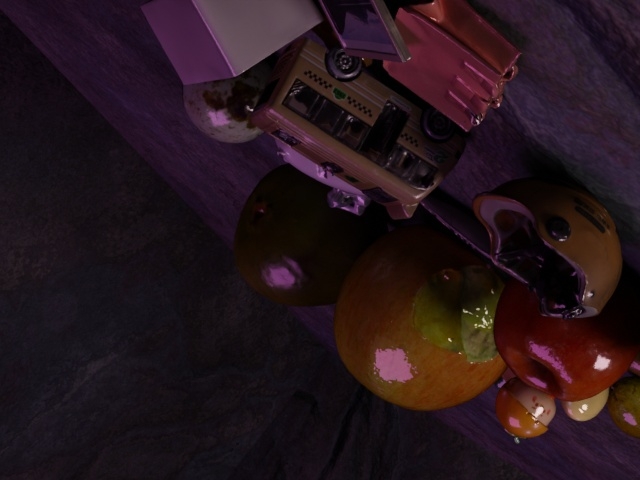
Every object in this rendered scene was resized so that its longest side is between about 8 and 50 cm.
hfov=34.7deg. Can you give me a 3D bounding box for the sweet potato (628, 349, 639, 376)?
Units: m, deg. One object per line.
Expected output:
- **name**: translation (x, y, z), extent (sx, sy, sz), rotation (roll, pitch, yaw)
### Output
- **sweet potato**: translation (0.583, 0.220, 1.579), extent (0.244, 0.077, 0.077), rotation (27, 165, 17)

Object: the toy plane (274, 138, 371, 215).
- **toy plane**: translation (0.025, -0.152, 1.739), extent (0.252, 0.118, 0.252), rotation (28, 143, 24)

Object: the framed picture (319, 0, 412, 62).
- **framed picture**: translation (0.038, -0.292, 1.273), extent (0.150, 0.015, 0.203), rotation (60, 171, -21)

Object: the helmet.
- **helmet**: translation (0.320, -0.004, 1.383), extent (0.224, 0.130, 0.198), rotation (53, 164, 3)

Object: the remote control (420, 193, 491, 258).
- **remote control**: translation (0.230, -0.038, 1.745), extent (0.229, 0.044, 0.073), rotation (43, -171, 17)

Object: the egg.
- **egg**: translation (-0.161, -0.261, 1.802), extent (0.169, 0.169, 0.231), rotation (47, 180, -33)

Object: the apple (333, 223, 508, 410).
- **apple**: translation (0.189, 0.144, 1.840), extent (0.339, 0.339, 0.339), rotation (37, 168, 9)

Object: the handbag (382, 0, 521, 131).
- **handbag**: translation (0.158, -0.219, 1.245), extent (0.157, 0.059, 0.212), rotation (39, 170, 6)

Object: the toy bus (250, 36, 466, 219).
- **toy bus**: translation (0.053, -0.160, 1.469), extent (0.289, 0.157, 0.139), rotation (31, 171, -16)

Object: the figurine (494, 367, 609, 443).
- **figurine**: translation (0.395, 0.251, 1.807), extent (0.124, 0.222, 0.324), rotation (44, -176, -12)

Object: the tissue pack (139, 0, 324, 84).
- **tissue pack**: translation (-0.132, -0.322, 1.448), extent (0.136, 0.159, 0.246), rotation (60, 163, -18)

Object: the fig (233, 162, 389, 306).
- **fig**: translation (0.000, 0.000, 2.023), extent (0.316, 0.316, 0.316), rotation (37, 168, 9)

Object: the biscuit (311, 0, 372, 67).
- **biscuit**: translation (0.018, -0.303, 1.446), extent (0.118, 0.023, 0.140), rotation (33, 168, 27)

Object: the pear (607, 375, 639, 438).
- **pear**: translation (0.569, 0.298, 1.827), extent (0.131, 0.107, 0.107), rotation (48, 169, 4)

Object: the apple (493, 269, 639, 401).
- **apple**: translation (0.373, 0.124, 1.539), extent (0.218, 0.201, 0.218), rotation (35, 160, 15)
